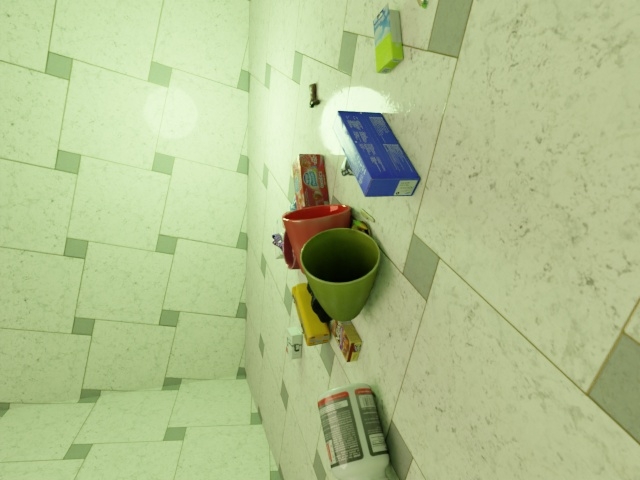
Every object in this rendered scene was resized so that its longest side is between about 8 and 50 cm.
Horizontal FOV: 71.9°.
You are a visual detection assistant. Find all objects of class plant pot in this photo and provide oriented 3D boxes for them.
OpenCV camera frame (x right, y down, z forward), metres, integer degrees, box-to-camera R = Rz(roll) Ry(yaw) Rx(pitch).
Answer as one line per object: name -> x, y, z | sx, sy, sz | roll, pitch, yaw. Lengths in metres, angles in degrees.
plant pot -> 0.078, 0.155, 1.606 | 0.275, 0.275, 0.293 | -115, 14, -46
plant pot -> 0.000, 0.000, 1.776 | 0.275, 0.275, 0.243 | -150, 50, -66
plant pot -> -0.061, 0.031, 2.028 | 0.201, 0.180, 0.201 | 177, 90, -70

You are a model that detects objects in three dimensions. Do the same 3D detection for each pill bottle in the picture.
pill bottle -> 0.123, 0.714, 1.566 | 0.210, 0.210, 0.363 | 117, 145, -53

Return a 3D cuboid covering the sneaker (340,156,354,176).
sneaker -> 0.148, -0.240, 1.542 | 0.153, 0.099, 0.282 | 117, 152, -44

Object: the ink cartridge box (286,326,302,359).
ink cartridge box -> -0.150, 0.579, 2.502 | 0.109, 0.063, 0.150 | -144, 54, -65

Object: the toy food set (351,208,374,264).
toy food set -> 0.149, -0.012, 1.656 | 0.132, 0.038, 0.192 | -131, 43, -59

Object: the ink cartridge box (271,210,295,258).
ink cartridge box -> -0.168, -0.025, 2.402 | 0.283, 0.117, 0.207 | 149, 116, -66

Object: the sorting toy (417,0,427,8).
sorting toy -> 0.288, -0.692, 1.238 | 0.062, 0.012, 0.083 | 122, 141, -56

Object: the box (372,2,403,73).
box -> 0.213, -0.639, 1.406 | 0.109, 0.042, 0.178 | 166, 101, -69

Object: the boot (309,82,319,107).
boot -> -0.030, -0.693, 2.076 | 0.106, 0.037, 0.114 | -175, 88, -67

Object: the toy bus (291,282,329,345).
toy bus -> -0.053, 0.340, 2.116 | 0.130, 0.108, 0.333 | 94, 162, -49

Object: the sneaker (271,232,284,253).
sneaker -> -0.207, 0.022, 2.250 | 0.170, 0.071, 0.068 | -125, 39, -50

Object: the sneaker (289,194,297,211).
sneaker -> -0.130, -0.183, 2.375 | 0.144, 0.053, 0.059 | 108, 149, -46

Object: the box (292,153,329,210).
box -> -0.049, -0.260, 2.043 | 0.128, 0.122, 0.257 | 144, 121, -67

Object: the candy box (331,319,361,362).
candy box -> 0.103, 0.392, 1.812 | 0.187, 0.053, 0.109 | -120, 33, -54

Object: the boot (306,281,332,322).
boot -> -0.012, 0.229, 1.975 | 0.246, 0.094, 0.207 | 74, 176, -54

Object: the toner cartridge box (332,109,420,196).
toner cartridge box -> 0.167, -0.281, 1.397 | 0.075, 0.165, 0.348 | 109, 151, -45
